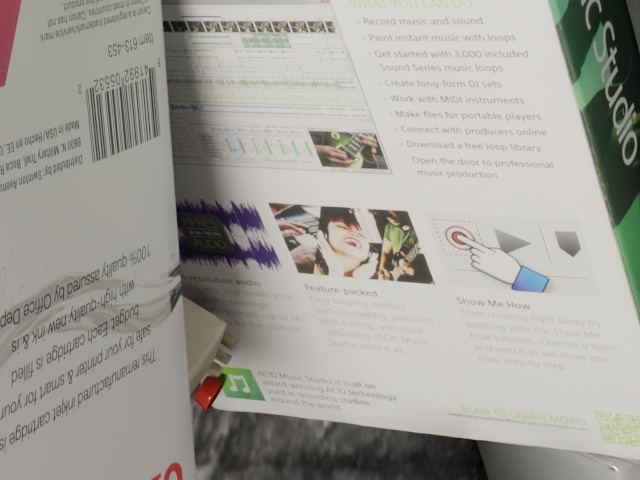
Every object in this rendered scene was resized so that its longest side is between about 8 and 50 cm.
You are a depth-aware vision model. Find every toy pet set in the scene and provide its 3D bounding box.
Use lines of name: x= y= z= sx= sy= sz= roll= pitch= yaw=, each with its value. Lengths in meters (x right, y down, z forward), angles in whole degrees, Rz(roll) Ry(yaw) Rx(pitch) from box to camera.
toy pet set: x=-0.088 y=0.063 z=0.796 sx=0.122 sy=0.065 sz=0.114 roll=-55 pitch=173 yaw=-35

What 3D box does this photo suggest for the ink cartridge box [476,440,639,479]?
ink cartridge box: x=0.239 y=0.110 z=1.191 sx=0.278 sy=0.117 sz=0.201 roll=-39 pitch=128 yaw=-29

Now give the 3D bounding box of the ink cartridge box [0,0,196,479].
ink cartridge box: x=-0.126 y=0.009 z=0.648 sx=0.172 sy=0.100 sz=0.237 roll=-30 pitch=119 yaw=-62

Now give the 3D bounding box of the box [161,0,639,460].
box: x=0.011 y=-0.051 z=0.753 sx=0.058 sy=0.232 sz=0.322 roll=-59 pitch=140 yaw=-38

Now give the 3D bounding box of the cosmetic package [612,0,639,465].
cosmetic package: x=0.171 y=0.006 z=0.877 sx=0.097 sy=0.377 sz=0.284 roll=-58 pitch=140 yaw=-22
